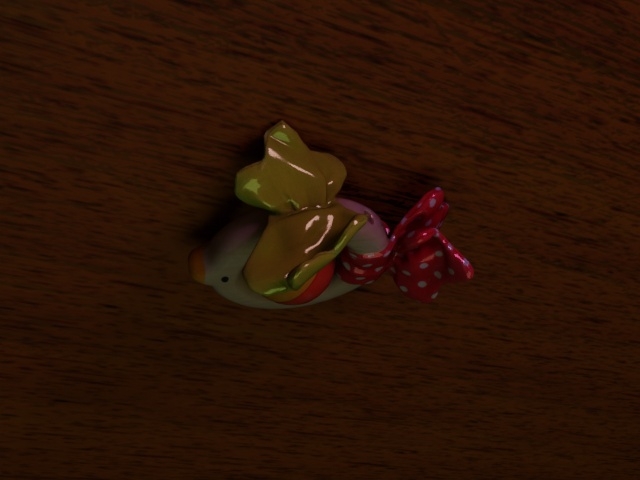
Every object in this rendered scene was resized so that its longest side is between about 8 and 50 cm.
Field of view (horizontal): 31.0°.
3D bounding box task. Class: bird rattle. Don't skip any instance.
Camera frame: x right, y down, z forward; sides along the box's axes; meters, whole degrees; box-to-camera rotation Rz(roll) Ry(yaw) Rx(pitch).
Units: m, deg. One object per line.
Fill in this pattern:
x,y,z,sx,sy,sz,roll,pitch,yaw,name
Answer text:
0.000,0.000,1.035,0.207,0.143,0.254,-26,158,30,bird rattle
